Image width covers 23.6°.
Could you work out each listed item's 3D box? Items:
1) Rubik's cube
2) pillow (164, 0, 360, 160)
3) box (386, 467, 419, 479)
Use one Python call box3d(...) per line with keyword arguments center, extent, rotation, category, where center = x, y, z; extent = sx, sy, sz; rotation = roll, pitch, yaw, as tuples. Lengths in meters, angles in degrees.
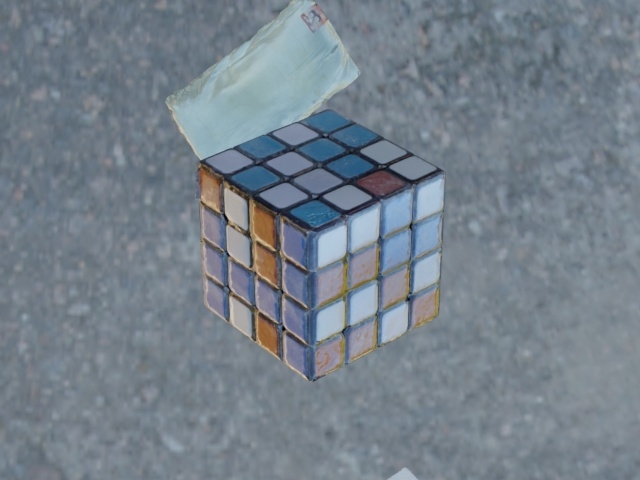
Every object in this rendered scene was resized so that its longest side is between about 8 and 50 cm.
box3d(center=(0.000, 0.000, 0.788), extent=(0.092, 0.092, 0.092), rotation=(-25, 130, -34), category="Rubik's cube")
box3d(center=(-0.070, -0.184, 1.858), extent=(0.229, 0.051, 0.128), rotation=(-38, 110, 3), category="pillow")
box3d(center=(0.067, 0.213, 0.870), extent=(0.048, 0.100, 0.152), rotation=(-30, 141, -19), category="box")
